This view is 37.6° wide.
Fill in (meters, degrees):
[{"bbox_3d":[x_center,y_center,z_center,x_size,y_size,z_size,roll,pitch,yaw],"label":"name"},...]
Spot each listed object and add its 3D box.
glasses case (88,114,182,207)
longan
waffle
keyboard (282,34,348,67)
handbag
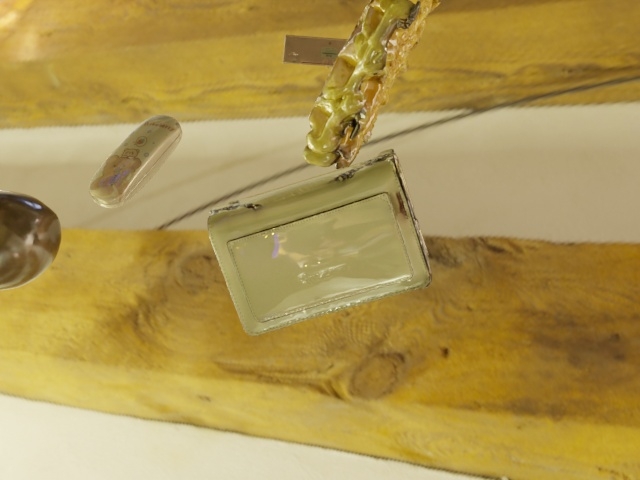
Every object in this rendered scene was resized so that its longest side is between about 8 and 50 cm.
[{"bbox_3d":[-0.315,-0.138,1.608,0.081,0.051,0.204,18,-121,29],"label":"glasses case"},{"bbox_3d":[-0.588,0.000,1.741,0.212,0.198,0.198,-1,-142,-25],"label":"longan"},{"bbox_3d":[0.100,-0.299,1.431,0.095,0.382,0.380,31,-148,4],"label":"waffle"},{"bbox_3d":[0.015,-0.341,1.707,0.165,0.055,0.017,2,-160,-10],"label":"keyboard"},{"bbox_3d":[0.000,0.000,1.697,0.358,0.237,0.160,-17,-161,10],"label":"handbag"}]
